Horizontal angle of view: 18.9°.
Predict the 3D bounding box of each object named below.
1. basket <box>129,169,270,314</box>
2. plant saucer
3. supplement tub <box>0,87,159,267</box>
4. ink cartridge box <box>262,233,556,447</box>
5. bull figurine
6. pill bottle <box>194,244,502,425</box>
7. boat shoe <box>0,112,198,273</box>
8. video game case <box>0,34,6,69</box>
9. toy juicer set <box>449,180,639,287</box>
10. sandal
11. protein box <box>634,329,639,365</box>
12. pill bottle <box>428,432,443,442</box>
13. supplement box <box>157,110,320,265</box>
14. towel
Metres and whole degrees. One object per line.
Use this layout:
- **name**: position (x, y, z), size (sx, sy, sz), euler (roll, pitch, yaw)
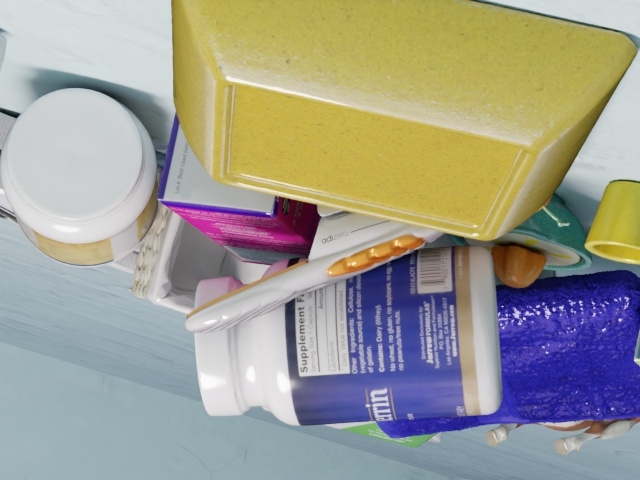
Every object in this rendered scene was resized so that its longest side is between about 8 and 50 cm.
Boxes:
- **basket**: position (-0.111, -0.005, 1.918), size (0.113, 0.167, 0.103), euler (18, 174, -21)
- **plant saucer**: position (0.040, -0.091, 1.455), size (0.332, 0.081, 0.333), euler (13, 163, 0)
- **supplement tub**: position (-0.225, -0.059, 1.816), size (0.144, 0.144, 0.200), euler (13, 168, -1)
- **ink cartridge box**: position (0.095, 0.103, 2.088), size (0.211, 0.121, 0.289), euler (18, 146, -26)
- **bull figurine**: position (0.303, 0.214, 2.598), size (0.310, 0.101, 0.188), euler (-5, -165, 35)
- **pill bottle**: position (0.026, 0.087, 1.720), size (0.264, 0.153, 0.153), euler (-4, 166, 7)
- **boat shoe**: position (-0.270, -0.061, 1.990), size (0.335, 0.121, 0.119), euler (26, 174, -10)
- **video game case**: position (-0.445, -0.192, 1.624), size (0.269, 0.061, 0.244), euler (5, 168, 34)
- **toy juicer set**: position (0.154, -0.010, 1.776), size (0.209, 0.089, 0.329), euler (17, 168, -21)
- **sandal**: position (0.000, -0.001, 1.619), size (0.265, 0.076, 0.102), euler (-22, 174, -6)
- **protein box**: position (0.364, 0.025, 1.434), size (0.201, 0.200, 0.136), euler (7, 167, 27)
- **pill bottle**: position (0.146, 0.192, 2.601), size (0.086, 0.152, 0.086), euler (13, 169, 3)
- **supplement box**: position (-0.048, -0.052, 1.739), size (0.114, 0.111, 0.220), euler (7, 168, 18)
- **towel**: position (0.186, 0.124, 1.926), size (0.308, 0.076, 0.227), euler (-9, 147, 16)
